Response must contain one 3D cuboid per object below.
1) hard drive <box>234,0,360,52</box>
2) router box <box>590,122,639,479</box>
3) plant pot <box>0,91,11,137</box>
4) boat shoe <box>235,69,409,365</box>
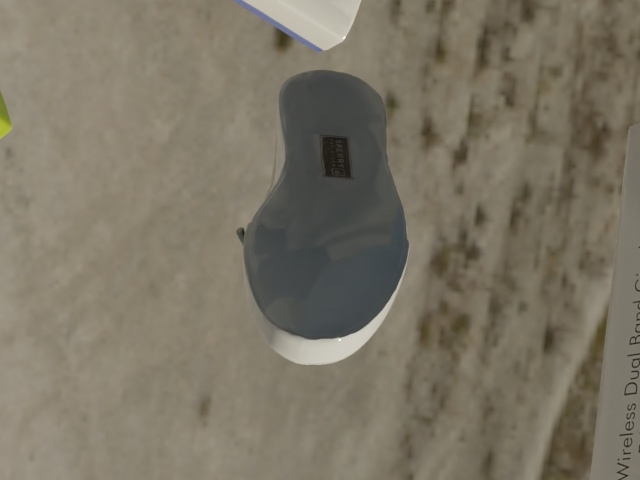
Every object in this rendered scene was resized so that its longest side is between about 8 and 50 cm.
[{"bbox_3d":[-0.090,-0.281,0.964,0.040,0.318,0.210,-20,-134,55],"label":"hard drive"},{"bbox_3d":[0.252,0.080,0.653,0.082,0.301,0.335,25,65,-34],"label":"router box"},{"bbox_3d":[-0.439,-0.164,1.389,0.228,0.227,0.207,62,5,24],"label":"plant pot"},{"bbox_3d":[-0.004,-0.001,1.124,0.306,0.113,0.105,-96,-169,-53],"label":"boat shoe"}]
